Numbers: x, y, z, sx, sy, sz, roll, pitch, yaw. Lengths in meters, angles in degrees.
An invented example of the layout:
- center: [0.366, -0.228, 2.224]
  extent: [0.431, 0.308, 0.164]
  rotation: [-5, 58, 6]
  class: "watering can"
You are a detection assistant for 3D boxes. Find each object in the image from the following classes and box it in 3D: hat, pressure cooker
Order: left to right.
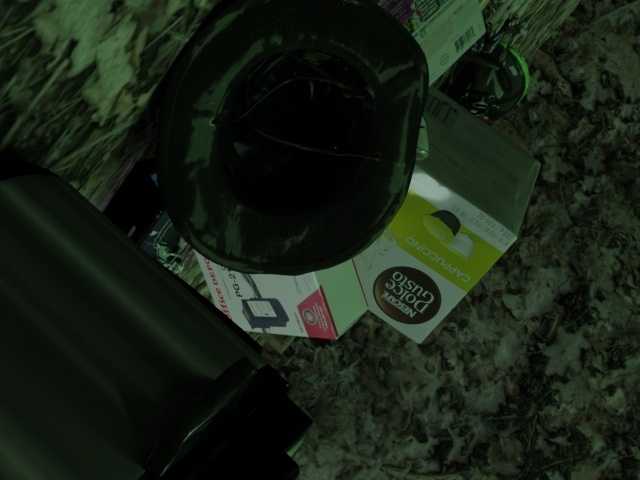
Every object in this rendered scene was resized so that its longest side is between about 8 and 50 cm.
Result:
- center: [-0.213, 0.192, 0.714]
  extent: [0.375, 0.420, 0.370]
  rotation: [-48, 172, -6]
  class: "pressure cooker"
- center: [-0.045, -0.129, 0.981]
  extent: [0.331, 0.331, 0.134]
  rotation: [-49, -145, 5]
  class: "hat"

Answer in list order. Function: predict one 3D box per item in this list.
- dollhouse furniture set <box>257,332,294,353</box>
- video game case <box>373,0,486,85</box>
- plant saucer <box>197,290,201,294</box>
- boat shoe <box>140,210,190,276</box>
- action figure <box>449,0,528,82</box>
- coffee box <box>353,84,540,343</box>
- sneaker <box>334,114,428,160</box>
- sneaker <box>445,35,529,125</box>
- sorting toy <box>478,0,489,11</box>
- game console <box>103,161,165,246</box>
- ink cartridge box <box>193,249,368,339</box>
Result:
- center: [-0.110, 0.139, 1.913]
  extent: [0.129, 0.184, 0.129]
  rotation: [-45, 172, -27]
  class: "dollhouse furniture set"
- center: [0.096, -0.277, 1.065]
  extent: [0.232, 0.042, 0.210]
  rotation: [-45, 131, -22]
  class: "video game case"
- center: [-0.287, 0.149, 1.530]
  extent: [0.195, 0.037, 0.195]
  rotation: [-48, 172, -9]
  class: "plant saucer"
- center: [-0.219, 0.028, 1.139]
  extent: [0.254, 0.079, 0.095]
  rotation: [-51, 172, 18]
  class: "boat shoe"
- center: [0.297, -0.409, 1.573]
  extent: [0.275, 0.164, 0.141]
  rotation: [-57, 165, 18]
  class: "action figure"
- center: [0.189, -0.069, 1.784]
  extent: [0.334, 0.338, 0.338]
  rotation: [-54, -178, 35]
  class: "coffee box"
- center: [-0.014, -0.097, 1.148]
  extent: [0.331, 0.146, 0.122]
  rotation: [-24, 168, 2]
  class: "sneaker"
- center: [0.382, -0.335, 2.316]
  extent: [0.202, 0.185, 0.482]
  rotation: [-48, 172, -34]
  class: "sneaker"
- center: [0.243, -0.423, 1.416]
  extent: [0.193, 0.038, 0.208]
  rotation: [-53, -160, 32]
  class: "sorting toy"
- center: [-0.205, -0.025, 1.006]
  extent: [0.071, 0.107, 0.122]
  rotation: [12, 123, -48]
  class: "game console"
- center: [-0.066, 0.052, 1.376]
  extent: [0.237, 0.171, 0.100]
  rotation: [0, -153, 39]
  class: "ink cartridge box"
